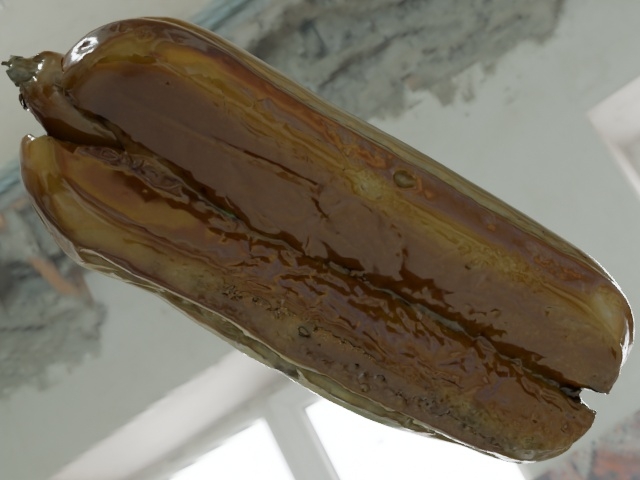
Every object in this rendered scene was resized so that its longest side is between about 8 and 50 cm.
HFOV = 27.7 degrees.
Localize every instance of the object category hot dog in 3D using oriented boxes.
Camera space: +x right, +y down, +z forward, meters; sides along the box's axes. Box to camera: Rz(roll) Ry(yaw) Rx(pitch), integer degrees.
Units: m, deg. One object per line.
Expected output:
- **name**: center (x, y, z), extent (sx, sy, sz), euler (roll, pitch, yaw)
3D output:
- **hot dog**: center (0.000, 0.000, 0.434), extent (0.092, 0.235, 0.062), euler (-55, 16, 10)
